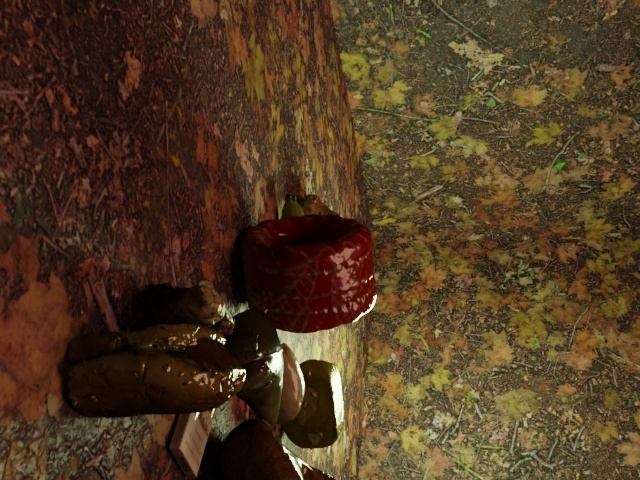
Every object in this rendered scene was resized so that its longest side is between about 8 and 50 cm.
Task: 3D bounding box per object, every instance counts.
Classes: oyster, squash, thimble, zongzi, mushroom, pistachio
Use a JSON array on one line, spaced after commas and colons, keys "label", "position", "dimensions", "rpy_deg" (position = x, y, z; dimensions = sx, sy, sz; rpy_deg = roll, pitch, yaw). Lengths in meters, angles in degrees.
[{"label": "oyster", "position": [-0.220, 0.142, 1.150], "dimensions": [0.294, 0.166, 0.094], "rpy_deg": [63, 41, -67]}, {"label": "squash", "position": [-0.073, 0.041, 1.921], "dimensions": [0.118, 0.118, 0.371], "rpy_deg": [-3, 90, -78]}, {"label": "thimble", "position": [-0.031, 0.074, 1.629], "dimensions": [0.350, 0.350, 0.231], "rpy_deg": [-55, 144, -70]}, {"label": "zongzi", "position": [-0.133, 0.318, 1.338], "dimensions": [0.274, 0.145, 0.300], "rpy_deg": [-115, -170, -80]}, {"label": "mushroom", "position": [-0.106, 0.552, 1.385], "dimensions": [0.239, 0.345, 0.345], "rpy_deg": [-27, 119, -43]}, {"label": "pistachio", "position": [-0.110, 0.387, 1.698], "dimensions": [0.152, 0.126, 0.223], "rpy_deg": [-2, 90, -42]}]

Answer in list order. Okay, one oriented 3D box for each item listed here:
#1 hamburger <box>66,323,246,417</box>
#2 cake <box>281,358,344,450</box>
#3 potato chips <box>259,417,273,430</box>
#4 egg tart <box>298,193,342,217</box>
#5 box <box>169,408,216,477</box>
[{"label": "hamburger", "position": [-0.230, 0.204, 0.981], "dimensions": [0.309, 0.211, 0.133], "rpy_deg": [44, 42, -71]}, {"label": "cake", "position": [-0.028, 0.499, 1.929], "dimensions": [0.156, 0.179, 0.261], "rpy_deg": [-37, 121, -76]}, {"label": "potato chips", "position": [-0.152, 0.590, 1.712], "dimensions": [0.142, 0.026, 0.209], "rpy_deg": [-56, 145, -74]}, {"label": "egg tart", "position": [0.000, 0.000, 2.200], "dimensions": [0.352, 0.150, 0.352], "rpy_deg": [2, 90, -78]}, {"label": "box", "position": [-0.248, 0.350, 1.276], "dimensions": [0.220, 0.032, 0.122], "rpy_deg": [-80, 165, -45]}]
